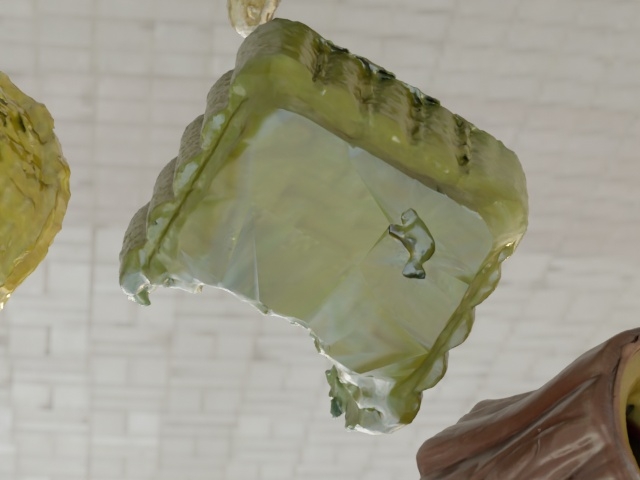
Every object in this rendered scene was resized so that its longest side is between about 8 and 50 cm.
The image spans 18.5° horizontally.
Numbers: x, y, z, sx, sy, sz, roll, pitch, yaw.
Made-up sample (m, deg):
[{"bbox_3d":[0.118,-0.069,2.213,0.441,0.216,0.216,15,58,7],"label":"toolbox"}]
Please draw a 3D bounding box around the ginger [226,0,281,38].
[{"bbox_3d":[0.041,-0.294,1.547,0.333,0.081,0.148,-43,164,-4],"label":"ginger"}]

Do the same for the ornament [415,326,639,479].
[{"bbox_3d":[0.200,0.182,1.356,0.221,0.235,0.217,49,137,0],"label":"ornament"}]

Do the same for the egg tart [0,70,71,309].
[{"bbox_3d":[-0.278,-0.054,1.056,0.294,0.294,0.123,3,134,-8],"label":"egg tart"}]

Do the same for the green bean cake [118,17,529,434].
[{"bbox_3d":[0.000,0.000,1.353,0.236,0.124,0.233,29,111,-8],"label":"green bean cake"}]
